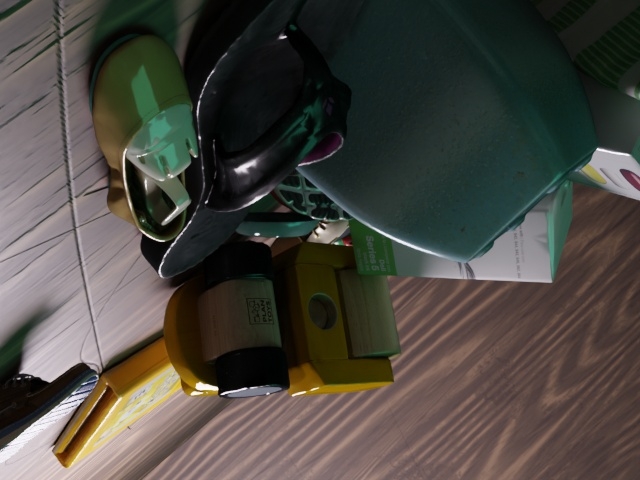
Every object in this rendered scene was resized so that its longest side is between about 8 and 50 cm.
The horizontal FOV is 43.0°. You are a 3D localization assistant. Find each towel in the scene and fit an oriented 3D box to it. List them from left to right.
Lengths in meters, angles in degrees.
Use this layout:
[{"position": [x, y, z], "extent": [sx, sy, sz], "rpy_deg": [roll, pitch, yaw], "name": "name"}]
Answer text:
[{"position": [0.345, -0.294, 0.884], "extent": [0.248, 0.325, 0.038], "rpy_deg": [-43, 130, 10], "name": "towel"}]

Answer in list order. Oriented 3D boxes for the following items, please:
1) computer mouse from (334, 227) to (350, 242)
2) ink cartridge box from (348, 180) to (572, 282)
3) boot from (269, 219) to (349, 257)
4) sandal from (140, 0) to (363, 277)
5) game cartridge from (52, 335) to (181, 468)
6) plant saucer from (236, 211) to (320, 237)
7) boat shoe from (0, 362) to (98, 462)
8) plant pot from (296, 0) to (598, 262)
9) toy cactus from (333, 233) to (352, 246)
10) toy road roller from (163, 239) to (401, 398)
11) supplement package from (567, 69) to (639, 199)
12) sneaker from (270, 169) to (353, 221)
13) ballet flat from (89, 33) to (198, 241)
[{"position": [0.000, 0.000, 1.432], "extent": [0.262, 0.060, 0.184], "rpy_deg": [-41, 170, -3], "name": "computer mouse"}, {"position": [0.201, -0.040, 1.133], "extent": [0.198, 0.273, 0.114], "rpy_deg": [-51, 137, -53], "name": "ink cartridge box"}, {"position": [-0.009, -0.029, 1.226], "extent": [0.213, 0.077, 0.165], "rpy_deg": [-42, 169, -9], "name": "boot"}, {"position": [-0.048, -0.082, 0.733], "extent": [0.167, 0.107, 0.446], "rpy_deg": [-36, 168, -34], "name": "sandal"}, {"position": [-0.284, 0.238, 1.403], "extent": [0.324, 0.052, 0.285], "rpy_deg": [-29, 165, -47], "name": "game cartridge"}, {"position": [-0.058, -0.019, 0.997], "extent": [0.119, 0.021, 0.119], "rpy_deg": [1, -172, 0], "name": "plant saucer"}, {"position": [-0.336, 0.186, 0.917], "extent": [0.183, 0.066, 0.066], "rpy_deg": [-37, 169, 5], "name": "boat shoe"}, {"position": [0.142, -0.127, 0.853], "extent": [0.247, 0.252, 0.248], "rpy_deg": [-49, 168, 34], "name": "plant pot"}, {"position": [0.037, 0.016, 1.581], "extent": [0.180, 0.112, 0.219], "rpy_deg": [-30, 177, -8], "name": "toy cactus"}, {"position": [-0.070, 0.130, 1.176], "extent": [0.329, 0.202, 0.240], "rpy_deg": [4, 159, -38], "name": "toy road roller"}, {"position": [0.328, -0.183, 0.976], "extent": [0.145, 0.262, 0.204], "rpy_deg": [31, 85, -42], "name": "supplement package"}, {"position": [0.025, -0.085, 1.048], "extent": [0.118, 0.107, 0.279], "rpy_deg": [-2, -171, 44], "name": "sneaker"}, {"position": [-0.122, -0.066, 0.616], "extent": [0.080, 0.073, 0.232], "rpy_deg": [-39, 170, -21], "name": "ballet flat"}]
